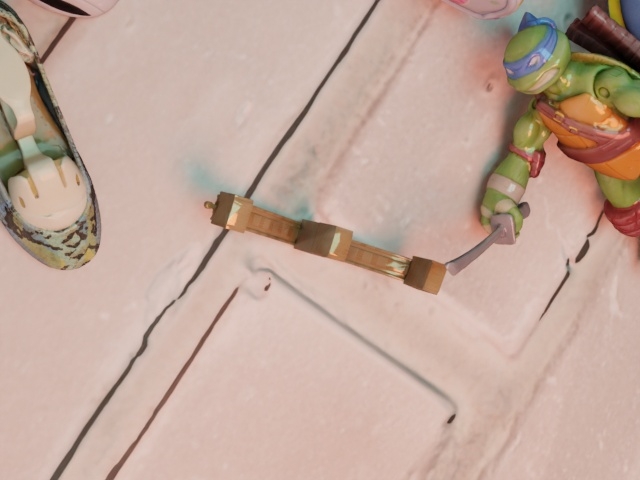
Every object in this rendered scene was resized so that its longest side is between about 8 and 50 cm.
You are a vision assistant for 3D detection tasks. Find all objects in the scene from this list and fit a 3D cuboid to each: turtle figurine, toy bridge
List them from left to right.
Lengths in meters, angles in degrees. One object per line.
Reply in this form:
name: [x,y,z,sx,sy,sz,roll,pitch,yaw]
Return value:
toy bridge: [0.000,0.000,0.719,0.188,0.063,0.026,18,89,-27]
turtle figurine: [0.232,-0.028,0.756,0.266,0.275,0.198,29,118,-29]

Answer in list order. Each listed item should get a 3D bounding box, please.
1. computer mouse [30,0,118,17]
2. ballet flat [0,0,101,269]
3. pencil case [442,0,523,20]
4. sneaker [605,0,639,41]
computer mouse: [-0.207,-0.201,0.610,0.193,0.042,0.106,18,88,-26]
ballet flat: [-0.189,-0.063,0.624,0.070,0.070,0.188,-27,107,-19]
pencil case: [0.158,-0.300,0.724,0.273,0.113,0.124,-59,145,-5]
sneaker: [0.273,-0.261,0.787,0.069,0.082,0.210,2,82,-41]
